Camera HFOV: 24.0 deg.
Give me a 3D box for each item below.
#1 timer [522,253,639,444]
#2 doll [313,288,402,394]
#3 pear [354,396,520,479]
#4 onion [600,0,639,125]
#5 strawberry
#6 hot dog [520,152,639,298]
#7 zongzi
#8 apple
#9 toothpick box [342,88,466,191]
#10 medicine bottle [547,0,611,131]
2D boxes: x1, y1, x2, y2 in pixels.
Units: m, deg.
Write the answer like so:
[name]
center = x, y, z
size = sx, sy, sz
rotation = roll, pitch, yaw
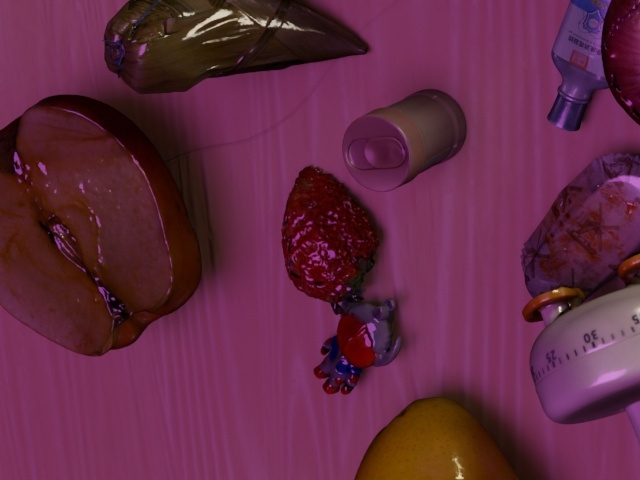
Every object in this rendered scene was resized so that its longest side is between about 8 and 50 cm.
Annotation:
[timer]
center = 0.365, 0.155, 1.740
size = 0.233, 0.233, 0.240
rotation = -31, 69, 37
[doll]
center = 0.052, 0.141, 2.053
size = 0.195, 0.062, 0.104
rotation = -54, 41, 40
[pear]
center = 0.161, 0.383, 1.965
size = 0.285, 0.285, 0.336
rotation = 11, 73, 30
[onion]
center = 0.424, -0.215, 1.621
size = 0.248, 0.161, 0.248
rotation = 21, 127, 31
[strawberry]
center = 0.002, 0.003, 2.006
size = 0.140, 0.085, 0.192
rotation = 13, 101, 33
[hot dog]
center = 0.331, -0.007, 1.815
size = 0.131, 0.069, 0.253
rotation = 41, 127, 4
[zongzi]
center = -0.112, -0.244, 1.907
size = 0.274, 0.251, 0.125
rotation = 28, 135, 20
[apple]
center = -0.343, -0.022, 2.118
size = 0.365, 0.295, 0.329
rotation = 52, 164, 1
[toothpick box]
center = 0.106, -0.126, 1.865
size = 0.098, 0.149, 0.098
rotation = 12, 114, 30
[medicine bottle]
center = 0.318, -0.227, 1.749
size = 0.090, 0.053, 0.208
rotation = 30, 121, 21
